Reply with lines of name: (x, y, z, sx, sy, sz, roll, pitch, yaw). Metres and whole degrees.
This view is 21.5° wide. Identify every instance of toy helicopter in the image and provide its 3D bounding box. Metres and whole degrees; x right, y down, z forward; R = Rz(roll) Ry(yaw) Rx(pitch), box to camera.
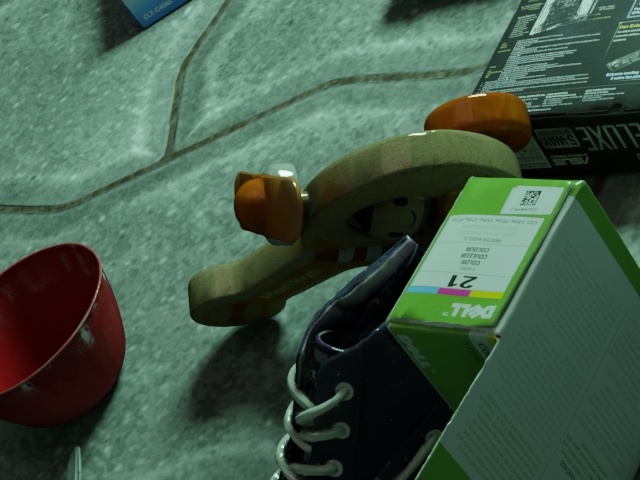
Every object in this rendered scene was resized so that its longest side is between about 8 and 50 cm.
toy helicopter: (0.000, 0.000, 1.324, 0.355, 0.235, 0.140, -30, 64, 44)

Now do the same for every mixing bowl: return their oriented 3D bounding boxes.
mixing bowl: (-0.244, 0.101, 1.518, 0.181, 0.098, 0.181, -24, 36, 19)

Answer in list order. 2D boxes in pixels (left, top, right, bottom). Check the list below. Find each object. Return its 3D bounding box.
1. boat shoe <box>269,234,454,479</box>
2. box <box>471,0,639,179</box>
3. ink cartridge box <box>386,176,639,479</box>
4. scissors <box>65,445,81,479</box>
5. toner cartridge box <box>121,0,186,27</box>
boat shoe: (0.005, 0.148, 1.173, 0.340, 0.158, 0.127, -47, 34, -13)
box: (0.289, -0.166, 1.352, 0.307, 0.076, 0.242, -2, 48, 42)
ink cartridge box: (0.118, 0.112, 1.081, 0.097, 0.189, 0.255, 4, 53, 45)
scissors: (-0.198, 0.276, 1.344, 0.109, 0.021, 0.297, -19, 37, 31)
toner cartridge box: (-0.184, -0.411, 2.086, 0.165, 0.075, 0.348, -32, 34, 12)
